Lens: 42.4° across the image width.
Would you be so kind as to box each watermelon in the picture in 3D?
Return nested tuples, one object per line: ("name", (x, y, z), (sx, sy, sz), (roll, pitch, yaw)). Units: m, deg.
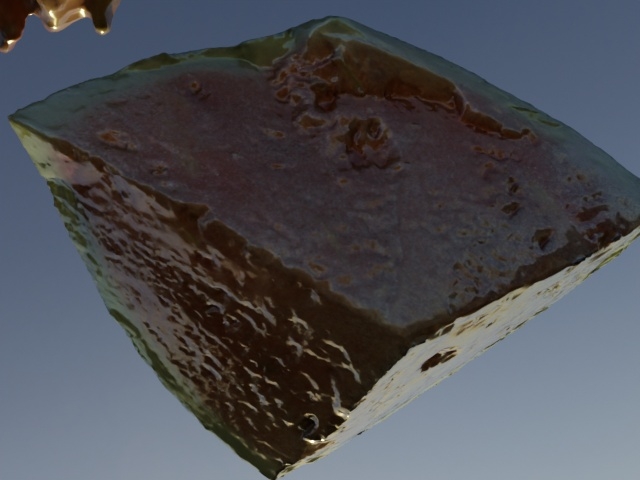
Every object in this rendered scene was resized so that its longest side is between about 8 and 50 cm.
("watermelon", (0.000, 0.000, 0.424), (0.256, 0.260, 0.176), (-52, -8, 4))

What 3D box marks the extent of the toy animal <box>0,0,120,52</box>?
("toy animal", (-0.210, -0.311, 0.814), (0.281, 0.195, 0.169), (-25, 1, -27))
